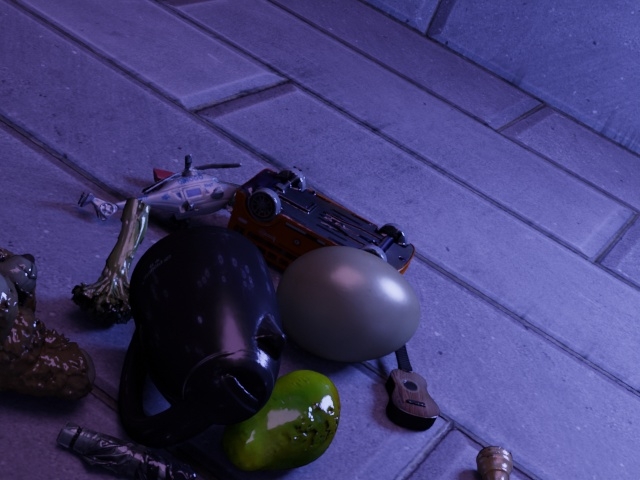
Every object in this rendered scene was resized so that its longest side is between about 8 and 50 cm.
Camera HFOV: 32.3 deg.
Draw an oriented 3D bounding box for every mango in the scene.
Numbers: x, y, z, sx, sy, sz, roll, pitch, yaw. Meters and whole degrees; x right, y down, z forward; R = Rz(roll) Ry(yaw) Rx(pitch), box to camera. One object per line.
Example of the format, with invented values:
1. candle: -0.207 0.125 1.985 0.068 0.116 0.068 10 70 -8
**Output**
1. mango: -0.052 0.265 1.561 0.125 0.111 0.233 30 31 19

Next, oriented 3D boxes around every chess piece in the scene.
1. chess piece: 0.267 0.385 1.655 0.060 0.060 0.172 20 31 -8

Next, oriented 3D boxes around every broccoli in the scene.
1. broccoli: -0.303 0.033 1.698 0.118 0.122 0.204 17 73 -4

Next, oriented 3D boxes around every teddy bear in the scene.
1. teddy bear: -0.439 0.098 1.509 0.267 0.156 0.256 54 8 -38

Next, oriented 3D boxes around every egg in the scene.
1. egg: 0.048 0.108 1.821 0.254 0.188 0.188 16 29 -20

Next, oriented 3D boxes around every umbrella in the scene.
1. umbrella: -0.252 0.285 1.438 0.188 0.046 0.050 24 12 1

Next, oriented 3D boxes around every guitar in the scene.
1. guitar: 0.138 0.214 1.862 0.084 0.038 0.271 16 32 -16

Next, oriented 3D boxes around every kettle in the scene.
1. kettle: -0.171 0.157 1.533 0.207 0.268 0.290 48 11 -35

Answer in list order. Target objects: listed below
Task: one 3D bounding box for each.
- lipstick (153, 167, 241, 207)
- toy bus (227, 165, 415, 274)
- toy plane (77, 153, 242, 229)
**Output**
1. lipstick: -0.175 -0.085 2.137 0.312 0.051 0.051 11 31 -18
2. toy bus: 0.000 0.000 2.010 0.329 0.153 0.143 28 30 10
3. toy plane: -0.276 -0.076 1.965 0.273 0.182 0.107 -9 74 -44
